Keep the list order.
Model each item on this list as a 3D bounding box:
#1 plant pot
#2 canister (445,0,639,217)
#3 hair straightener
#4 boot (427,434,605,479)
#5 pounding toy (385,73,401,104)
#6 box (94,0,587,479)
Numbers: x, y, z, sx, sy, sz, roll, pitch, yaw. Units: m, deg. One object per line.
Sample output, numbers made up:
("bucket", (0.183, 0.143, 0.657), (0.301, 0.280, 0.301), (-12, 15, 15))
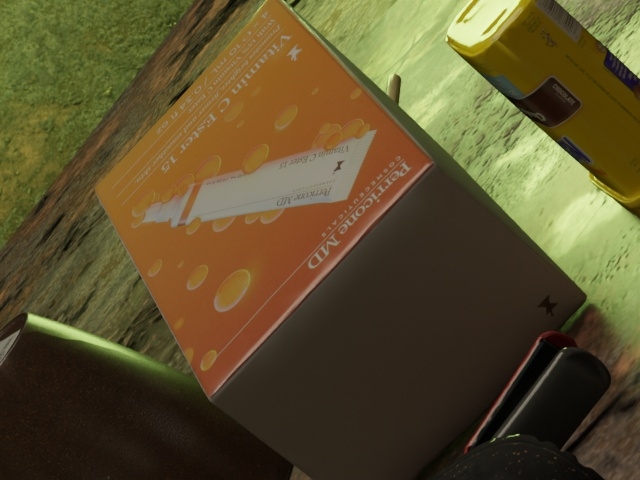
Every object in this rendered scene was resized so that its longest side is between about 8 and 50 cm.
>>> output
("plant pot", (-0.177, 0.167, 1.555), (0.215, 0.230, 0.215), (-45, 16, 16))
("canister", (0.172, -0.099, 1.319), (0.073, 0.170, 0.126), (-49, 15, 4))
("hair straightener", (0.093, 0.158, 1.164), (0.230, 0.047, 0.089), (-50, 15, -1))
("boot", (0.006, 0.250, 1.003), (0.338, 0.118, 0.222), (-48, 10, 43))
("pounding toy", (0.044, -0.047, 1.699), (0.181, 0.094, 0.206), (-54, 15, -13))
("box", (0.000, 0.000, 1.411), (0.215, 0.168, 0.345), (-47, 31, 5))
